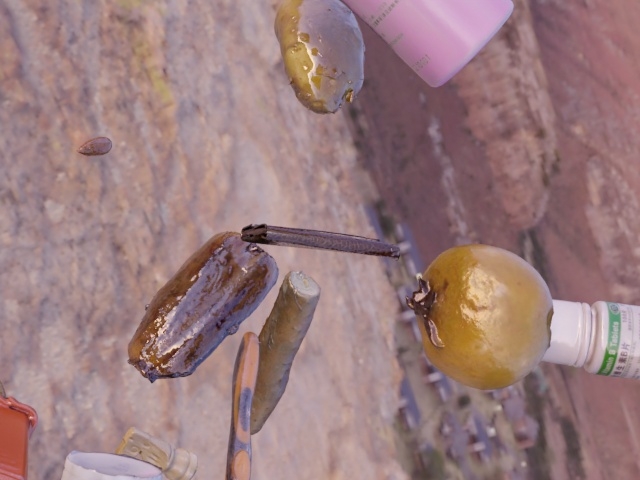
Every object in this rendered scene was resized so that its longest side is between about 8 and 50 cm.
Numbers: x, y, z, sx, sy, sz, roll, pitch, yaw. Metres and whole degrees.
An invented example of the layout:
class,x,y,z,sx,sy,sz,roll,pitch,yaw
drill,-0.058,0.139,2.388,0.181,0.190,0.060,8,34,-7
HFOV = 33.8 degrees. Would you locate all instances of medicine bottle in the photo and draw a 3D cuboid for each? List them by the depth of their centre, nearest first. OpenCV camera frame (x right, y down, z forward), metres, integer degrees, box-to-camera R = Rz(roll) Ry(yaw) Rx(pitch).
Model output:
class,x,y,z,sx,sy,sz,roll,pitch,yaw
medicine bottle,0.132,-0.389,1.592,0.290,0.178,0.178,43,21,-5
medicine bottle,0.522,0.178,1.923,0.139,0.236,0.139,9,90,-89
medicine bottle,-0.426,0.586,2.013,0.190,0.190,0.332,16,85,-70

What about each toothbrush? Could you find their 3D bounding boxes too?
class,x,y,z,sx,sy,sz,roll,pitch,yaw
toothbrush,-0.069,0.187,0.873,0.023,0.031,0.321,30,35,-20

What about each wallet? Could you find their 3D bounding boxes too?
class,x,y,z,sx,sy,sz,roll,pitch,yaw
wallet,0.000,0.000,1.777,0.133,0.243,0.039,180,-82,-68

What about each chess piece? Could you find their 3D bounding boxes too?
class,x,y,z,sx,sy,sz,roll,pitch,yaw
chess piece,-0.403,0.522,2.573,0.200,0.090,0.090,34,35,-32

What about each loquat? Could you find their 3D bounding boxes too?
class,x,y,z,sx,sy,sz,roll,pitch,yaw
loquat,0.255,0.120,1.712,0.244,0.244,0.244,-19,90,-74

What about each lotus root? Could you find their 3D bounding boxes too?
class,x,y,z,sx,sy,sz,roll,pitch,yaw
lotus root,-0.210,0.100,1.808,0.329,0.167,0.078,-51,159,-31

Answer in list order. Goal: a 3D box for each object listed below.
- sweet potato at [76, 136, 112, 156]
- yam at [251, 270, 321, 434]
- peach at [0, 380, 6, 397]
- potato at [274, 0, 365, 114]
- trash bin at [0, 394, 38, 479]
class,x,y,z,sx,sy,sz,roll,pitch,yaw
sweet potato,-0.377,-0.156,1.775,0.095,0.034,0.034,-35,105,-60
yam,-0.071,0.178,1.623,0.067,0.317,0.071,3,39,-26
peach,-0.539,0.254,1.582,0.118,0.151,0.151,96,-12,-57
potato,0.003,-0.365,2.036,0.191,0.141,0.296,25,47,-31
trash bin,-0.479,0.292,1.389,0.184,0.161,0.238,26,3,-22
